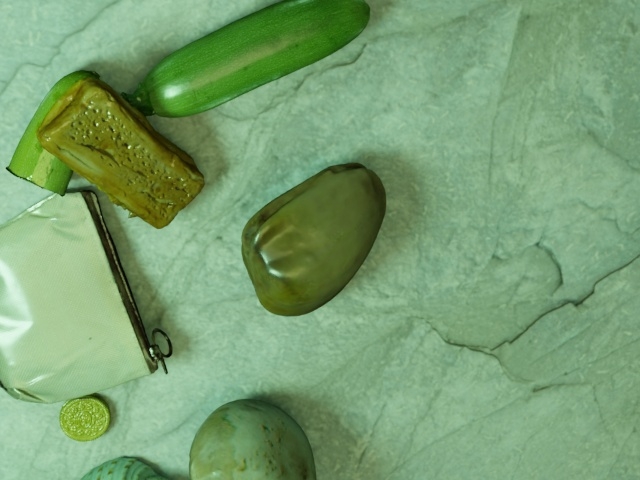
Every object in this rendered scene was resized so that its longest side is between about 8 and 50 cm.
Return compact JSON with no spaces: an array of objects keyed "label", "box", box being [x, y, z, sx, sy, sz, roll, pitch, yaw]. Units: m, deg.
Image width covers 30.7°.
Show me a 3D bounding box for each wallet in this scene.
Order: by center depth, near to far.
[{"label":"wallet","box":[-0.405,0.102,1.799,0.275,0.068,0.335,-21,104,-5]}]

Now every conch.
[{"label":"conch","box":[-0.320,0.460,1.907,0.200,0.131,0.172,-40,113,2]}]

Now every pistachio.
[{"label":"pistachio","box":[0.000,0.000,1.818,0.260,0.163,0.212,-32,134,-15]}]

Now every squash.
[{"label":"squash","box":[-0.381,-0.168,1.707,0.095,0.095,0.188,24,97,-19]},{"label":"squash","box":[-0.106,-0.275,1.722,0.395,0.107,0.107,-24,112,-3]}]

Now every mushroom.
[{"label":"mushroom","box":[-0.131,0.389,1.894,0.244,0.243,0.243,-4,109,-11]}]

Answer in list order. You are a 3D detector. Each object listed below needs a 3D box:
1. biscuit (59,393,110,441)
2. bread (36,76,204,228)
[{"label":"biscuit","box":[-0.382,0.288,1.892,0.084,0.023,0.084,-4,109,-11]},{"label":"bread","box":[-0.290,-0.121,1.698,0.139,0.077,0.271,-45,137,5]}]
